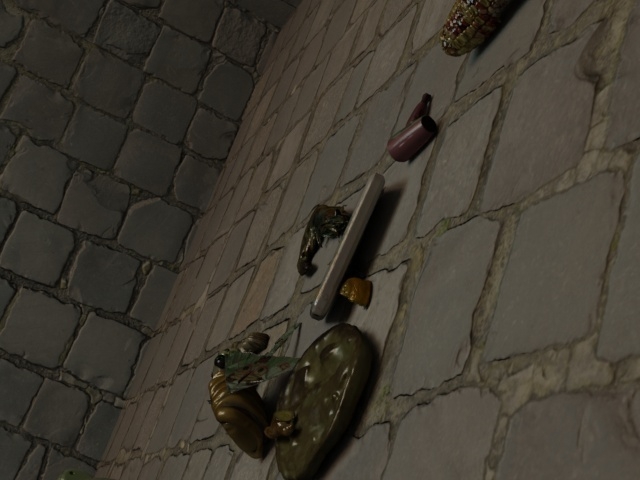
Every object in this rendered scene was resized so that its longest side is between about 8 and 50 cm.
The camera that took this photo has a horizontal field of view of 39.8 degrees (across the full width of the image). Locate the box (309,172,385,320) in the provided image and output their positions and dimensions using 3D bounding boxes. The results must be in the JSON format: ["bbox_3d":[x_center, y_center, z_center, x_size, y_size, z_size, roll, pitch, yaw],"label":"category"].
[{"bbox_3d":[0.050,0.015,1.654,0.142,0.044,0.285,108,-174,-80],"label":"box"}]

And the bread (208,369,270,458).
[{"bbox_3d":[-0.153,0.331,1.718,0.081,0.134,0.225,-37,18,-2],"label":"bread"}]

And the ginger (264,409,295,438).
[{"bbox_3d":[-0.069,0.304,1.473,0.097,0.030,0.048,-32,39,58],"label":"ginger"}]

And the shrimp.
[{"bbox_3d":[0.000,0.000,1.889,0.296,0.058,0.169,-179,107,-77],"label":"shrimp"}]

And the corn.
[{"bbox_3d":[0.303,-0.435,1.512,0.290,0.098,0.098,-56,17,37],"label":"corn"}]

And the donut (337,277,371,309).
[{"bbox_3d":[0.059,0.095,1.557,0.067,0.038,0.083,-50,19,34],"label":"donut"}]

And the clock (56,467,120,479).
[{"bbox_3d":[-0.400,0.597,1.746,0.114,0.309,0.284,-55,17,22],"label":"clock"}]

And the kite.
[{"bbox_3d":[-0.103,0.229,1.737,0.229,0.012,0.250,-1,29,36],"label":"kite"}]

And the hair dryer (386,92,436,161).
[{"bbox_3d":[0.182,-0.227,1.663,0.106,0.054,0.154,-41,23,45],"label":"hair dryer"}]

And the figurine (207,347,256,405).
[{"bbox_3d":[-0.196,0.312,1.906,0.197,0.093,0.147,-65,-34,-52],"label":"figurine"}]

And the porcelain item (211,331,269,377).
[{"bbox_3d":[-0.187,0.267,2.060,0.213,0.054,0.084,-44,26,49],"label":"porcelain item"}]

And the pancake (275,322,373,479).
[{"bbox_3d":[0.000,0.261,1.465,0.294,0.049,0.294,-54,19,29],"label":"pancake"}]
